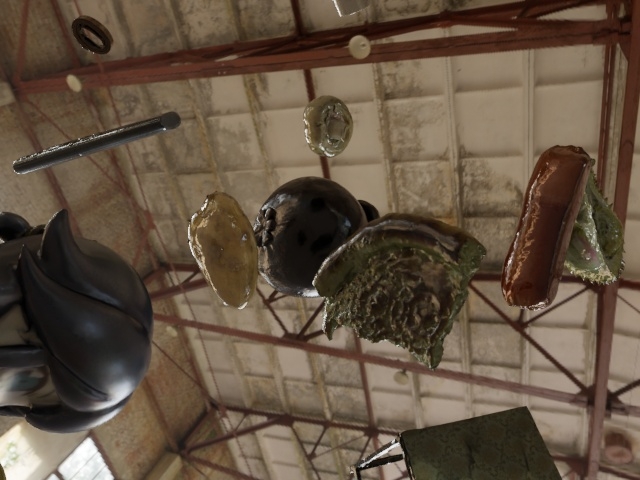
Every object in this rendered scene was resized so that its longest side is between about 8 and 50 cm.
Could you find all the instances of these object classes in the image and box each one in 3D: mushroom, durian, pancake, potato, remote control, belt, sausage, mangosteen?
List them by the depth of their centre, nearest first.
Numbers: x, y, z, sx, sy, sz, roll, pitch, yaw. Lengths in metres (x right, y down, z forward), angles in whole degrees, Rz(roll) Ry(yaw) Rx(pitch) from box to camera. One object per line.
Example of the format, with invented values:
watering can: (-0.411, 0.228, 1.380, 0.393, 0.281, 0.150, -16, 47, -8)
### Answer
sausage: (0.380, -0.023, 0.848, 0.083, 0.299, 0.089, 30, -13, -39)
potato: (-0.199, 0.019, 1.021, 0.161, 0.128, 0.234, 15, -67, 59)
belt: (-0.476, -0.428, 1.050, 0.059, 0.036, 0.083, -38, -59, 21)
pancake: (0.130, 0.089, 1.061, 0.427, 0.067, 0.304, 6, -96, 45)
remote control: (-0.505, -0.221, 1.136, 0.378, 0.107, 0.044, -13, -75, 12)
durian: (0.643, -0.044, 1.229, 0.172, 0.166, 0.306, -6, -93, 29)
mushroom: (0.022, -0.287, 1.265, 0.123, 0.154, 0.154, 24, -49, 40)
mangosteen: (0.000, 0.000, 1.556, 0.382, 0.435, 0.381, -18, -113, 48)

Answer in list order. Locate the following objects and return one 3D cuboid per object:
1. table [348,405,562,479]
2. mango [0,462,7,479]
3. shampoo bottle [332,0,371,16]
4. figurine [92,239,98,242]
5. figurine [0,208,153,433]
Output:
table: (0.284, 0.529, 1.070, 0.272, 0.335, 0.222, 120, -38, -48)
mango: (-0.421, 0.300, 0.563, 0.086, 0.122, 0.191, -16, -85, 49)
shampoo bottle: (0.024, -0.556, 0.926, 0.078, 0.127, 0.256, -1, -53, 30)
figurine: (-0.377, 0.065, 0.802, 0.082, 0.154, 0.098, -36, -77, 3)
figurine: (-0.266, 0.061, 0.398, 0.175, 0.196, 0.265, -1, -31, 41)
